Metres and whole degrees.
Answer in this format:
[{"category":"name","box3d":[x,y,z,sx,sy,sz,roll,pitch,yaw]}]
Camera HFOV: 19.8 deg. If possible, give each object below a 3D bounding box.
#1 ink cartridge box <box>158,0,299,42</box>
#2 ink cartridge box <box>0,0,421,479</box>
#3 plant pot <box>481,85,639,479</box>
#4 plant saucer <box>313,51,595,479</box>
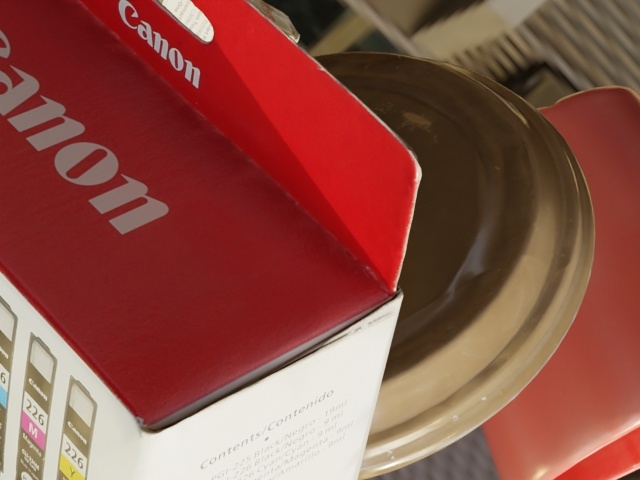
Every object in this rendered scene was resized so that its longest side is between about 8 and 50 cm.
[{"category":"ink cartridge box","box3d":[-0.126,-0.169,1.314,0.203,0.086,0.148,30,-170,-10]},{"category":"ink cartridge box","box3d":[-0.121,-0.003,0.771,0.130,0.272,0.309,-27,-125,-33]},{"category":"plant pot","box3d":[0.206,0.037,1.364,0.275,0.275,0.243,2,-123,-59]},{"category":"plant saucer","box3d":[0.000,0.000,0.939,0.041,0.278,0.278,67,-177,-48]}]
